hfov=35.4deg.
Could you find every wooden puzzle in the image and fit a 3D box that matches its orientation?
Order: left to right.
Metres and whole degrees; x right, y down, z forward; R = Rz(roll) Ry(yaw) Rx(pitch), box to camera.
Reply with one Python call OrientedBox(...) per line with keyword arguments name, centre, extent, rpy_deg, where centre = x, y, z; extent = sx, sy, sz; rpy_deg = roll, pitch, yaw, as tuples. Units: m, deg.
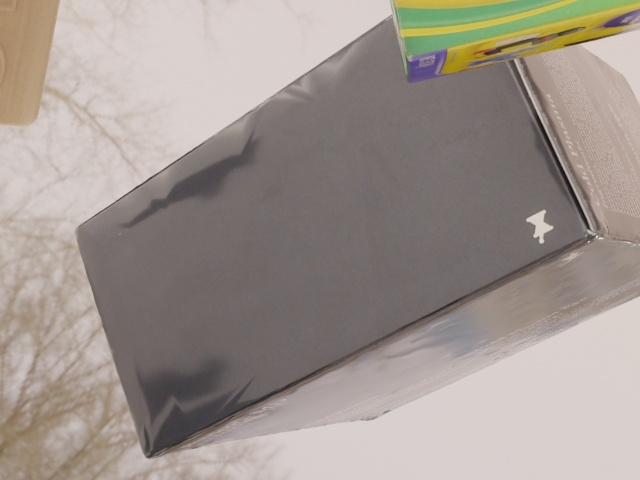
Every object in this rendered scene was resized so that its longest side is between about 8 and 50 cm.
OrientedBox(name="wooden puzzle", centre=(-0.545, -0.322, 1.403), extent=(0.080, 0.347, 0.322), rpy_deg=(34, -64, 40))

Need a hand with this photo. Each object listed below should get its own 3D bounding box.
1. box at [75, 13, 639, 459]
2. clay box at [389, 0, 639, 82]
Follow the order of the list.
OrientedBox(name="box", centre=(0.065, 0.003, 0.736), extent=(0.343, 0.312, 0.179), rpy_deg=(-30, -108, 26))
OrientedBox(name="clay box", centre=(0.134, -0.108, 0.359), extent=(0.127, 0.222, 0.053), rpy_deg=(-45, 123, -82))
